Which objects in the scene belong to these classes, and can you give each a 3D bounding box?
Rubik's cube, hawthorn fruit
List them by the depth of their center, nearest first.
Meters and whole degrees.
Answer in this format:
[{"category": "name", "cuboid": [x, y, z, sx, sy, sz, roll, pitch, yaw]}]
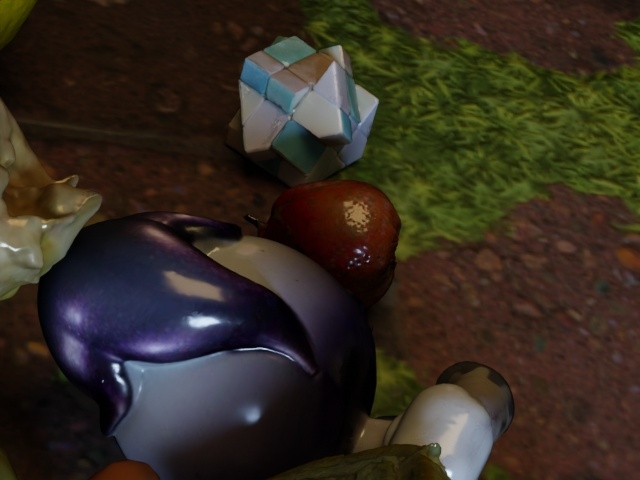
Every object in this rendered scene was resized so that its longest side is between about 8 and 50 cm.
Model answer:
[{"category": "hawthorn fruit", "cuboid": [0.006, 0.002, 0.994, 0.077, 0.077, 0.077, 11, 40, -9]}, {"category": "Rubik's cube", "cuboid": [-0.010, -0.076, 1.073, 0.075, 0.073, 0.084, 25, 38, 9]}]

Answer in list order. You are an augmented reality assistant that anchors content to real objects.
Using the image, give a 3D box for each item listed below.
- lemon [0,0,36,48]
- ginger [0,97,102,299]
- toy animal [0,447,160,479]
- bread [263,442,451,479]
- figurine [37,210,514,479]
[{"category": "lemon", "cuboid": [-0.230, -0.174, 1.019, 0.178, 0.178, 0.203, 11, 28, -9]}, {"category": "ginger", "cuboid": [-0.229, -0.010, 0.823, 0.267, 0.152, 0.138, -18, 21, 15]}, {"category": "toy animal", "cuboid": [-0.202, 0.143, 0.648, 0.338, 0.191, 0.216, 0, 44, -21]}, {"category": "bread", "cuboid": [0.008, 0.133, 0.733, 0.117, 0.064, 0.156, -22, 16, -1]}, {"category": "figurine", "cuboid": [-0.028, 0.069, 0.852, 0.222, 0.145, 0.145, 24, 39, 5]}]
